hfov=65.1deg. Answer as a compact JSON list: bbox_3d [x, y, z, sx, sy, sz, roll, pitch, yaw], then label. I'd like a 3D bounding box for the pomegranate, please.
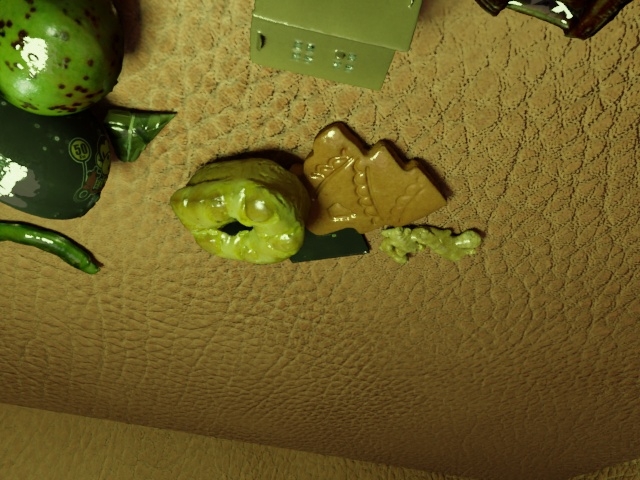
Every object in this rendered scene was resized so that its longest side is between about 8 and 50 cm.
[{"bbox_3d":[-0.381,-0.276,0.656,0.202,0.202,0.248,-27,140,36],"label":"pomegranate"}]

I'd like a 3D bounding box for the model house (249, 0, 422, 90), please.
[{"bbox_3d":[0.032,-0.324,0.548,0.181,0.176,0.248,11,147,-7],"label":"model house"}]

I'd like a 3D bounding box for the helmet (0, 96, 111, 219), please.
[{"bbox_3d":[-0.455,-0.173,0.803,0.160,0.230,0.279,-39,103,17],"label":"helmet"}]

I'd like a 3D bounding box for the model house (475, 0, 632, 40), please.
[{"bbox_3d":[0.200,-0.390,0.457,0.283,0.296,0.317,14,-179,4],"label":"model house"}]

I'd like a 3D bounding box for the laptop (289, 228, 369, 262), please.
[{"bbox_3d":[0.000,0.000,1.116,0.197,0.016,0.135,-10,139,19],"label":"laptop"}]

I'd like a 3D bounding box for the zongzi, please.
[{"bbox_3d":[-0.312,-0.182,0.893,0.119,0.055,0.109,-2,146,-8],"label":"zongzi"}]

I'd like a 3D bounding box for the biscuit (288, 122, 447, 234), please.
[{"bbox_3d":[0.088,-0.093,0.946,0.307,0.043,0.283,7,140,1],"label":"biscuit"}]

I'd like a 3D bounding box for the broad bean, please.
[{"bbox_3d":[-0.681,0.011,1.200,0.292,0.049,0.144,14,148,-8],"label":"broad bean"}]

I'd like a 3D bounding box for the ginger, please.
[{"bbox_3d":[0.222,0.009,1.069,0.176,0.052,0.193,25,140,-32],"label":"ginger"}]

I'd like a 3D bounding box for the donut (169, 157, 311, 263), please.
[{"bbox_3d":[-0.142,-0.052,0.942,0.262,0.128,0.208,4,143,25],"label":"donut"}]
